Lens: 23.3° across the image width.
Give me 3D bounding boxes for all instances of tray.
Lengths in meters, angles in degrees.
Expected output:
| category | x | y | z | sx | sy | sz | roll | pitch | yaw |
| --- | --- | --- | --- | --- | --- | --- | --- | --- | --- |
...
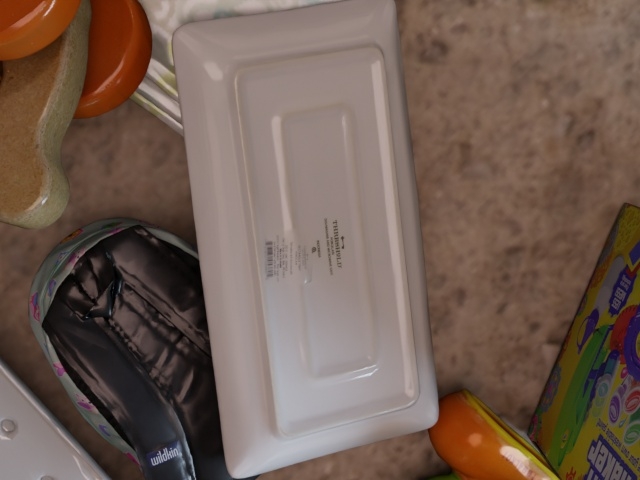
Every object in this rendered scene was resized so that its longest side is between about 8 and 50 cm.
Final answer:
| category | x | y | z | sx | sy | sz | roll | pitch | yaw |
| --- | --- | --- | --- | --- | --- | --- | --- | --- | --- |
| tray | 0.000 | 0.000 | 0.907 | 0.145 | 0.030 | 0.270 | -12 | 103 | -22 |

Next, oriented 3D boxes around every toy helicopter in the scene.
| category | x | y | z | sx | sy | sz | roll | pitch | yaw |
| --- | --- | --- | --- | --- | --- | --- | --- | --- | --- |
| toy helicopter | -0.249 | -0.025 | 0.821 | 0.235 | 0.140 | 0.355 | 13 | 82 | 14 |

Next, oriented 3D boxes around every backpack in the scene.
| category | x | y | z | sx | sy | sz | roll | pitch | yaw |
| --- | --- | --- | --- | --- | --- | --- | --- | --- | --- |
| backpack | -0.099 | 0.071 | 0.956 | 0.182 | 0.115 | 0.152 | 47 | 74 | -18 |

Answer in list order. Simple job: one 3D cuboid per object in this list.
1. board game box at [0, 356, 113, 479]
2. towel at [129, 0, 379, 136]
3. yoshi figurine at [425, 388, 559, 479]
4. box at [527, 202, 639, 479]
| category | x | y | z | sx | sy | sz | roll | pitch | yaw |
| --- | --- | --- | --- | --- | --- | --- | --- | --- | --- |
| board game box | -0.341 | 0.183 | 0.972 | 0.390 | 0.050 | 0.390 | -39 | 99 | 11 |
| towel | -0.067 | -0.273 | 0.923 | 0.320 | 0.090 | 0.374 | 36 | 95 | -11 |
| yoshi figurine | -0.002 | 0.258 | 0.968 | 0.362 | 0.203 | 0.203 | -44 | 83 | 6 |
| box | 0.303 | 0.124 | 0.903 | 0.279 | 0.290 | 0.177 | 20 | 97 | -7 |
